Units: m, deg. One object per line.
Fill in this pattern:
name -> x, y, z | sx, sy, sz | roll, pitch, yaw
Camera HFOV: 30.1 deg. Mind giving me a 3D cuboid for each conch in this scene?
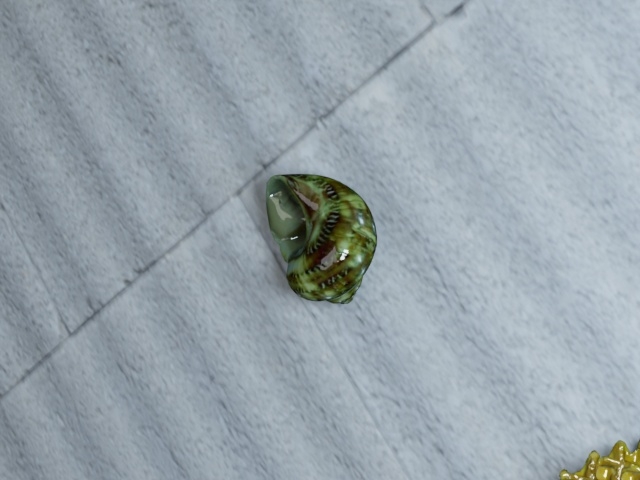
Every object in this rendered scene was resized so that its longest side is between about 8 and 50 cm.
conch -> 0.002, 0.000, 1.686 | 0.187, 0.124, 0.181 | 25, 112, 52

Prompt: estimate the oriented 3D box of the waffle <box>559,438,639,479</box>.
waffle -> 0.366, 0.370, 1.451 | 0.232, 0.051, 0.228 | -25, 85, -12
